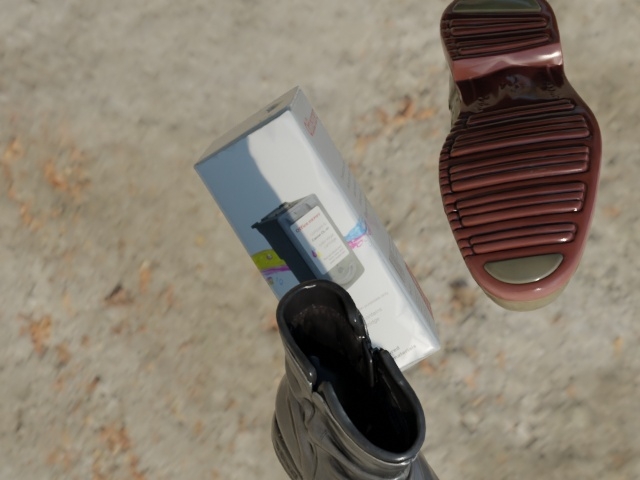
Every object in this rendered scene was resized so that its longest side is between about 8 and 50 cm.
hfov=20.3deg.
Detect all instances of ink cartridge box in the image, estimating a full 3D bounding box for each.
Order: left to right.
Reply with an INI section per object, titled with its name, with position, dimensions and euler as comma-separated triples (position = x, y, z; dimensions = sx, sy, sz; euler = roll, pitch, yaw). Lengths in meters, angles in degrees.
[ink cartridge box]
position = 0.000, 0.000, 1.972
dimensions = 0.131, 0.226, 0.306
euler = -32, 97, 7

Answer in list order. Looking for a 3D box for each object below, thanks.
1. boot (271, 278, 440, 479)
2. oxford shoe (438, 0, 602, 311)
[boot]
position = 0.060, 0.208, 1.422
dimensions = 0.118, 0.223, 0.338
euler = -34, 67, -19
[oxford shoe]
position = 0.159, -0.055, 1.403
dimensions = 0.123, 0.130, 0.348
euler = -4, 42, 8
